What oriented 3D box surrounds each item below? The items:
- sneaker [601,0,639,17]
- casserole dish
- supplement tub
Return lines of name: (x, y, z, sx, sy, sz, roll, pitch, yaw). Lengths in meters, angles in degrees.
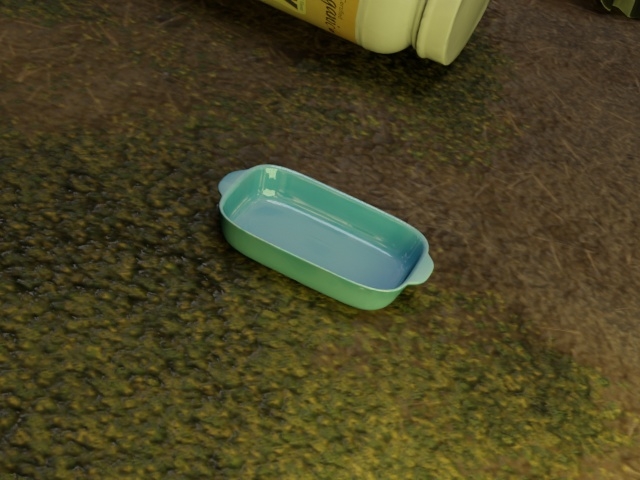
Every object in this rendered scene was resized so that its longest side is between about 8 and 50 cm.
sneaker: (0.493, -0.354, 1.801, 0.331, 0.122, 0.146, 7, 38, -18)
casserole dish: (0.000, 0.000, 1.148, 0.188, 0.037, 0.114, 24, 35, 10)
supplement tub: (0.030, -0.332, 1.456, 0.316, 0.228, 0.228, 26, 35, 10)
